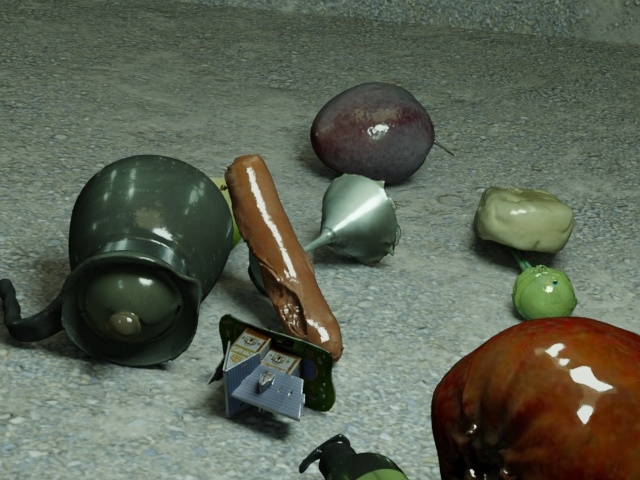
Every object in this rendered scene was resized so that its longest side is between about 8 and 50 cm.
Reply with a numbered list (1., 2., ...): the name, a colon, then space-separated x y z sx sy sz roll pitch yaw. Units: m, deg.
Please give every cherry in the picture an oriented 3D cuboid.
1. cherry: 0.100 -0.199 2.305 0.266 0.184 0.213 -2 18 -30

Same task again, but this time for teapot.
1. teapot: -0.274 0.034 1.637 0.305 0.223 0.285 10 31 -5

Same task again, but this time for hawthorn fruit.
1. hawthorn fruit: 0.276 0.232 1.312 0.324 0.308 0.308 27 9 -40

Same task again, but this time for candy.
1. candy: 0.333 0.048 1.994 0.093 0.092 0.335 -28 16 7

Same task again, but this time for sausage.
1. sausage: -0.053 0.030 1.728 0.079 0.087 0.327 -21 73 -13

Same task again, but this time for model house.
1. model house: -0.073 0.176 1.533 0.167 0.117 0.088 19 42 19

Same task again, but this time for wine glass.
1. wine glass: 0.000 0.000 1.891 0.156 0.156 0.232 23 31 28

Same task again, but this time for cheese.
1. cheese: 0.338 -0.040 2.089 0.159 0.093 0.263 8 9 4

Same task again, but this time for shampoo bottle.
1. shampoo bottle: 0.064 0.294 1.305 0.101 0.101 0.284 -3 27 -25

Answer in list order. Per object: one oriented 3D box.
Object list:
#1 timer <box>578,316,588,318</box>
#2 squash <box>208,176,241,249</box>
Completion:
1. timer: 0.346 0.153 1.702 0.107 0.109 0.107 -10 57 15
2. squash: -0.214 -0.061 1.971 0.203 0.111 0.289 39 26 -11
